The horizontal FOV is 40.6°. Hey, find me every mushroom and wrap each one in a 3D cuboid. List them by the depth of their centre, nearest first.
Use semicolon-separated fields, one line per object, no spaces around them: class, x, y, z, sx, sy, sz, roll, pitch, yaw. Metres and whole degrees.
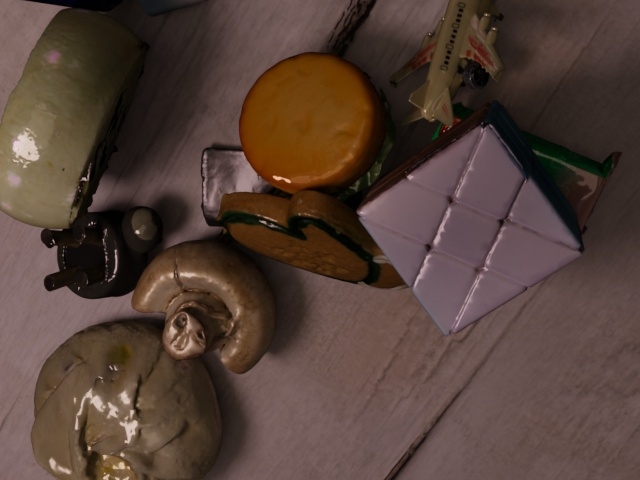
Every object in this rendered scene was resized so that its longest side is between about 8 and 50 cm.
mushroom;-0.187;0.099;1.468;0.254;0.195;0.189;28;106;2

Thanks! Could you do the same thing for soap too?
soap;0.296;-0.096;1.360;0.273;0.098;0.218;24;110;5

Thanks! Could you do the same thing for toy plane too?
toy plane;0.205;-0.288;1.305;0.104;0.242;0.256;35;79;-31

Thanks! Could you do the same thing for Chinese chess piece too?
Chinese chess piece;-0.391;-0.186;1.358;0.146;0.349;0.349;21;108;-11

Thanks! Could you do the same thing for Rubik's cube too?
Rubik's cube;0.216;-0.037;1.224;0.221;0.224;0.231;-35;96;20

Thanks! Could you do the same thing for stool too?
stool;-0.383;0.008;1.498;0.153;0.139;0.228;46;113;20

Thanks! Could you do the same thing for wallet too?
wallet;-0.068;-0.080;1.482;0.285;0.030;0.146;6;108;12

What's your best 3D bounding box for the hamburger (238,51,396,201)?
hamburger;0.000;-0.164;1.358;0.246;0.170;0.246;-3;79;16

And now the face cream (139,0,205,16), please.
face cream;-0.171;-0.429;1.387;0.250;0.077;0.077;-13;101;14

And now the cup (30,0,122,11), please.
cup;-0.440;-0.487;1.339;0.256;0.178;0.255;11;143;15

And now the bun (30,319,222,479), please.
bun;-0.365;0.328;1.553;0.365;0.219;0.365;2;101;10

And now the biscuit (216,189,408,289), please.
biscuit;0.000;0.002;1.367;0.344;0.287;0.057;17;72;1
